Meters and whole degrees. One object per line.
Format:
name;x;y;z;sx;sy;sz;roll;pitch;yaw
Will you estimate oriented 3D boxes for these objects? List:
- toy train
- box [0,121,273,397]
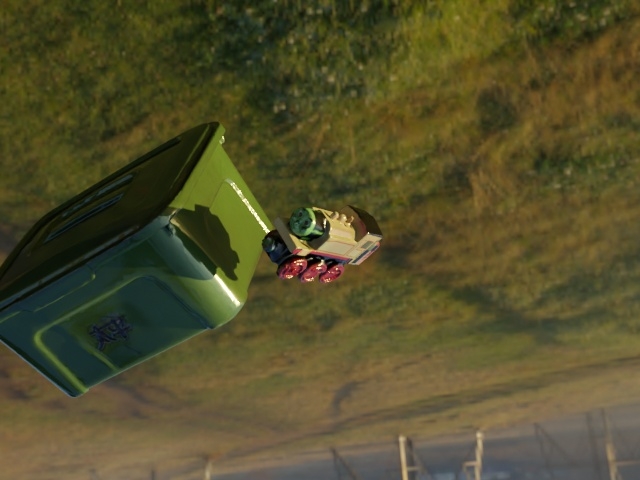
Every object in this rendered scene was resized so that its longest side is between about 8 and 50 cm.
toy train;0.000;0.000;0.956;0.087;0.050;0.138;-43;153;22
box;-0.225;0.029;1.115;0.329;0.252;0.177;-25;116;25
